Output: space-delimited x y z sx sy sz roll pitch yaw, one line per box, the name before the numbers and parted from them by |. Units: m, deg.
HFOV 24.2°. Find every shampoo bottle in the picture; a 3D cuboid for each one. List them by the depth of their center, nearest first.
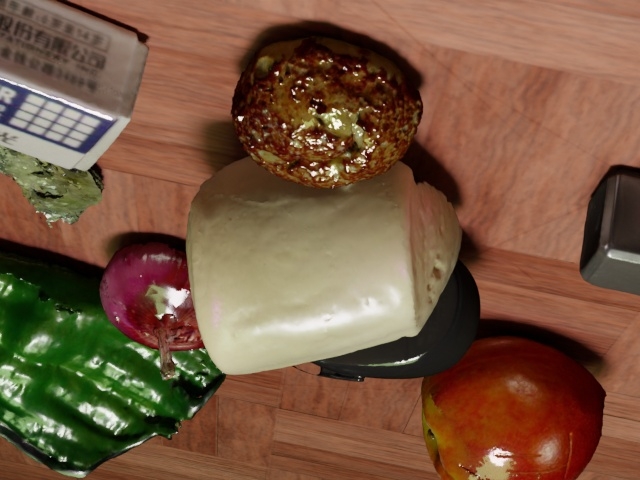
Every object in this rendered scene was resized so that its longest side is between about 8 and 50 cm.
shampoo bottle | 0.337 0.013 1.197 0.246 0.080 0.079 12 159 0

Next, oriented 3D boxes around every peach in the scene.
peach | 0.204 0.187 1.558 0.197 0.197 0.197 10 157 4

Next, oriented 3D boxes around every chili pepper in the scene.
chili pepper | -0.299 0.122 1.649 0.385 0.213 0.167 20 -162 -11

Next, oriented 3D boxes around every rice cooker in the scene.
rice cooker | 0.050 0.061 1.378 0.203 0.142 0.118 2 168 30

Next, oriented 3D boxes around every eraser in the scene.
eraser | -0.280 -0.146 1.119 0.279 0.081 0.124 20 156 -20

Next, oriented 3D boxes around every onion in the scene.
onion | -0.158 0.081 1.520 0.150 0.140 0.150 7 146 5

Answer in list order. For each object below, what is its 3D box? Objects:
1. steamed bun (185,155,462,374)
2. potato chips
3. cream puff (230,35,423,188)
steamed bun | 0.000 0.000 1.241 0.225 0.200 0.170 -11 111 11
potato chips | -0.298 -0.077 1.362 0.220 0.029 0.202 24 152 -23
cream puff | 0.001 -0.090 1.114 0.149 0.084 0.149 8 157 3
